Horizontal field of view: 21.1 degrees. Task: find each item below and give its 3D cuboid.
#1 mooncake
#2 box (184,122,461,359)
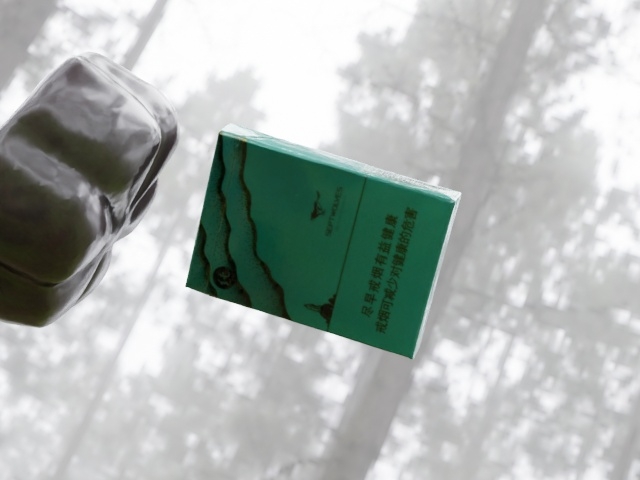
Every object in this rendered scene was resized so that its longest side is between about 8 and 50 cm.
[{"bbox_3d":[-0.224,-0.040,1.448,0.133,0.245,0.245,32,-35,2],"label":"mooncake"},{"bbox_3d":[0.000,0.000,1.573,0.226,0.042,0.160,17,-71,9],"label":"box"}]
